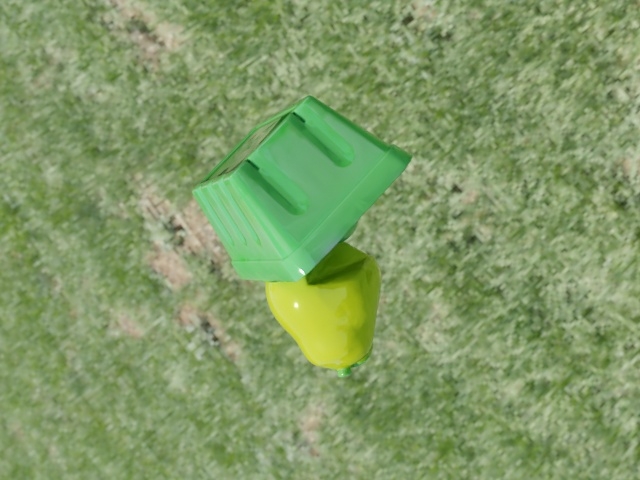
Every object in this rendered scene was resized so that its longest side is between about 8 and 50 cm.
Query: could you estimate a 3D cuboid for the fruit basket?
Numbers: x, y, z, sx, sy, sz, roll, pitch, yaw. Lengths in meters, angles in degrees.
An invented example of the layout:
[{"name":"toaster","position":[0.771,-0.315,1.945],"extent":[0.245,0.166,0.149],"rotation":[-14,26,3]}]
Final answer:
[{"name":"fruit basket","position":[0.000,0.000,1.536],"extent":[0.392,0.283,0.392],"rotation":[40,166,12]}]
